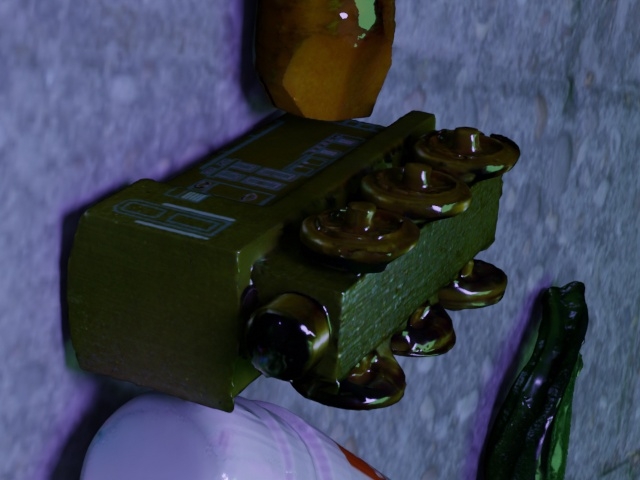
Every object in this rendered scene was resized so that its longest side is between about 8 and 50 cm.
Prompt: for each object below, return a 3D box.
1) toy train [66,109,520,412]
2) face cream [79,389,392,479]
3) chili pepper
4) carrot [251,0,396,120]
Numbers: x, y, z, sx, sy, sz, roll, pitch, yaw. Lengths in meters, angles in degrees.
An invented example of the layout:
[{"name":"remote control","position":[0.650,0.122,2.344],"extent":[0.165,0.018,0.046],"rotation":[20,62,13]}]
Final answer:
[{"name":"toy train","position":[0.000,0.000,0.741],"extent":[0.225,0.137,0.090],"rotation":[-36,134,-58]},{"name":"face cream","position":[-0.008,0.148,0.824],"extent":[0.345,0.102,0.102],"rotation":[45,61,-60]},{"name":"chili pepper","position":[0.152,0.169,1.175],"extent":[0.122,0.065,0.278],"rotation":[-3,100,-58]},{"name":"carrot","position":[0.006,-0.184,0.748],"extent":[0.070,0.070,0.260],"rotation":[-22,119,-58]}]
